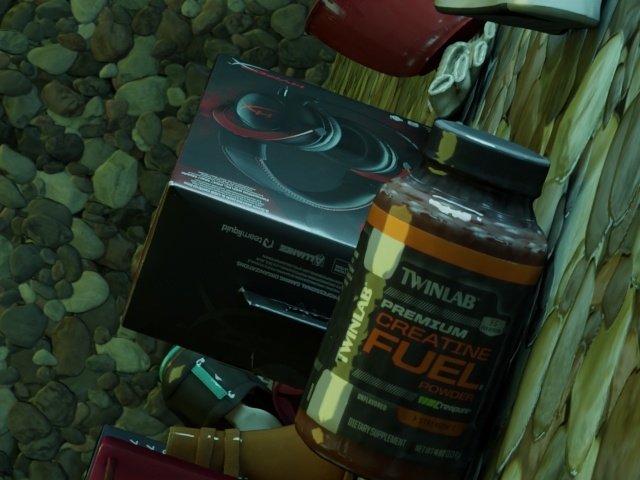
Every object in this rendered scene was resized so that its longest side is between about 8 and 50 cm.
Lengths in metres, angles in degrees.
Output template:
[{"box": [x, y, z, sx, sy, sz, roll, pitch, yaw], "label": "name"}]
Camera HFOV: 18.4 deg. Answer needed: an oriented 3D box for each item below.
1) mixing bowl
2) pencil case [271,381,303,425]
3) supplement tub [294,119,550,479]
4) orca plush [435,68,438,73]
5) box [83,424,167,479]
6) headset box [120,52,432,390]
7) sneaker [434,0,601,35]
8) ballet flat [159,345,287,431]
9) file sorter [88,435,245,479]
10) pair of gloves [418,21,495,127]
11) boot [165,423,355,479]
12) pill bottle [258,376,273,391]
[{"box": [0.085, -0.206, 1.696, 0.181, 0.098, 0.181, -41, -8, -7], "label": "mixing bowl"}, {"box": [0.003, 0.092, 1.736, 0.209, 0.095, 0.098, -82, 3, -61], "label": "pencil case"}, {"box": [0.063, 0.035, 1.109, 0.106, 0.106, 0.198, -96, 25, -80], "label": "supplement tub"}, {"box": [0.107, -0.263, 1.868, 0.287, 0.102, 0.151, 135, 154, -81], "label": "orca plush"}, {"box": [-0.136, 0.286, 1.854, 0.153, 0.207, 0.108, -75, 5, -51], "label": "box"}, {"box": [0.000, 0.000, 1.308, 0.293, 0.218, 0.110, -78, 8, -67], "label": "headset box"}, {"box": [0.139, -0.218, 1.270, 0.226, 0.086, 0.163, -163, 81, -76], "label": "sneaker"}, {"box": [-0.053, 0.183, 1.740, 0.095, 0.096, 0.280, -50, -36, -5], "label": "ballet flat"}, {"box": [-0.106, 0.323, 1.356, 0.182, 0.202, 0.291, -97, 26, -77], "label": "file sorter"}, {"box": [0.084, -0.050, 1.652, 0.204, 0.042, 0.240, 106, -174, -60], "label": "pair of gloves"}, {"box": [-0.050, 0.173, 1.611, 0.073, 0.152, 0.197, -79, 9, -62], "label": "boot"}, {"box": [-0.016, 0.044, 1.902, 0.130, 0.130, 0.246, -116, 45, -84], "label": "pill bottle"}]
